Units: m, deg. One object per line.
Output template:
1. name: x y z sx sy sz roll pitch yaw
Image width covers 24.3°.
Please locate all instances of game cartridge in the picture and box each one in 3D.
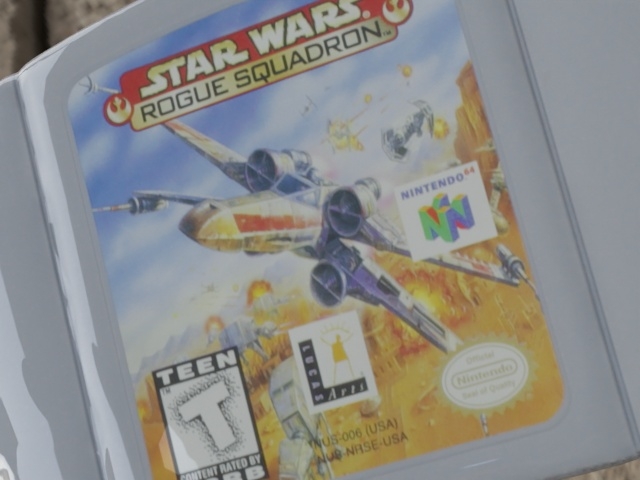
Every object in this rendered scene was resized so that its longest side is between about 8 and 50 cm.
1. game cartridge: 0.000 0.000 0.504 0.297 0.062 0.198 -18 83 16
